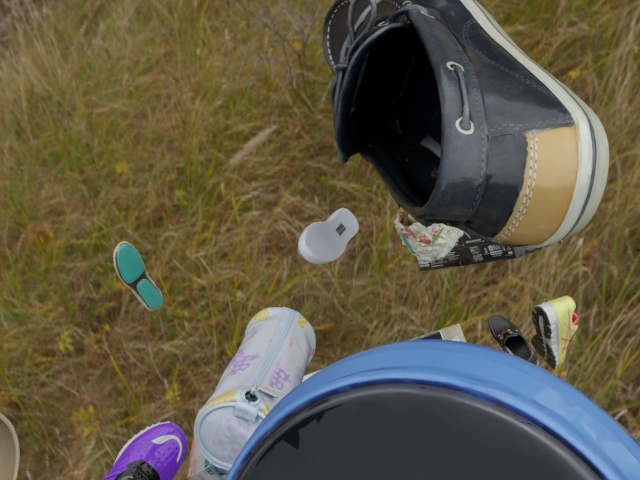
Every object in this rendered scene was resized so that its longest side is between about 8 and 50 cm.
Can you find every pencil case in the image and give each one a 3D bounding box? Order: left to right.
[{"bbox_3d":[-0.084,0.197,1.128,0.113,0.124,0.273,8,23,8],"label":"pencil case"}]

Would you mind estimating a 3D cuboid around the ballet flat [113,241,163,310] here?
[{"bbox_3d":[-0.358,0.069,1.552,0.052,0.168,0.057,18,50,44],"label":"ballet flat"}]

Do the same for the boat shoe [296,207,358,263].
[{"bbox_3d":[0.000,0.000,1.531,0.080,0.076,0.228,53,28,-5],"label":"boat shoe"}]

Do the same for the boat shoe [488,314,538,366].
[{"bbox_3d":[0.348,0.180,1.482,0.049,0.042,0.133,-36,47,4],"label":"boat shoe"}]

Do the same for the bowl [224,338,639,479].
[{"bbox_3d":[0.083,0.274,0.612,0.391,0.077,0.391,1,92,24],"label":"bowl"}]

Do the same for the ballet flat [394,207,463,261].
[{"bbox_3d":[0.155,-0.090,0.919,0.091,0.077,0.241,11,72,50],"label":"ballet flat"}]

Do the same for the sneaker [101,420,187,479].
[{"bbox_3d":[-0.314,0.423,1.301,0.293,0.146,0.102,-45,107,-18],"label":"sneaker"}]

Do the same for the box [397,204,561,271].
[{"bbox_3d":[0.196,-0.086,1.175,0.076,0.307,0.242,-19,89,-18],"label":"box"}]

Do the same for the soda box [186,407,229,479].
[{"bbox_3d":[-0.215,0.407,1.626,0.063,0.058,0.183,-30,29,19],"label":"soda box"}]

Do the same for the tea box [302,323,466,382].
[{"bbox_3d":[0.165,0.376,1.532,0.323,0.220,0.329,-18,72,0],"label":"tea box"}]

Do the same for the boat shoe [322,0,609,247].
[{"bbox_3d":[0.084,-0.158,0.814,0.156,0.187,0.500,-1,32,-20],"label":"boat shoe"}]

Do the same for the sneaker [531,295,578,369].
[{"bbox_3d":[0.503,0.193,1.707,0.094,0.208,0.081,-29,50,-12],"label":"sneaker"}]

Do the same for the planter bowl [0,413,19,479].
[{"bbox_3d":[-0.279,0.148,0.480,0.109,0.162,0.162,24,60,18],"label":"planter bowl"}]
